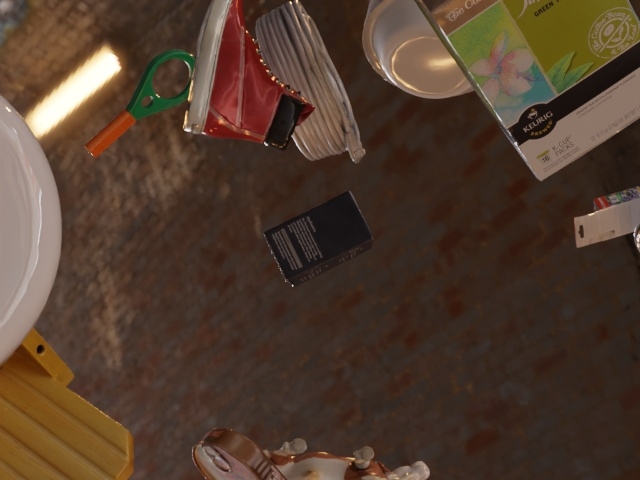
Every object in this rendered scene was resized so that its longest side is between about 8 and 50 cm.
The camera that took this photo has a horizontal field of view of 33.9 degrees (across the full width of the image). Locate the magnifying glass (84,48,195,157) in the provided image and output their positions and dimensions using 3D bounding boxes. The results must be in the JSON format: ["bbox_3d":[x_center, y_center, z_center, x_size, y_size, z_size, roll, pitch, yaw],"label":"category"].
[{"bbox_3d":[-0.294,-0.223,1.727,0.231,0.092,0.026,-44,-135,-5],"label":"magnifying glass"}]

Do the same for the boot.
[{"bbox_3d":[-0.089,-0.249,1.492,0.088,0.176,0.244,134,-36,-68],"label":"boot"}]

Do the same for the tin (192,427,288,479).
[{"bbox_3d":[-0.079,0.303,1.278,0.106,0.189,0.040,-21,-158,46],"label":"tin"}]

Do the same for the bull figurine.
[{"bbox_3d":[0.025,0.374,1.632,0.188,0.311,0.101,100,-11,-63],"label":"bull figurine"}]

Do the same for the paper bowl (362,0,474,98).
[{"bbox_3d":[0.223,-0.390,2.047,0.284,0.284,0.148,-29,-144,42],"label":"paper bowl"}]

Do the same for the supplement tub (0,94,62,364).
[{"bbox_3d":[-0.327,-0.001,0.743,0.316,0.228,0.228,-6,-121,62],"label":"supplement tub"}]

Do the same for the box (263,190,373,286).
[{"bbox_3d":[0.000,0.000,1.744,0.158,0.093,0.156,-26,174,-1],"label":"box"}]

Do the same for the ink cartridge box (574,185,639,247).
[{"bbox_3d":[0.418,-0.035,1.516,0.115,0.062,0.029,-16,-140,0],"label":"ink cartridge box"}]

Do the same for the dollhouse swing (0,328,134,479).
[{"bbox_3d":[-0.494,0.271,1.475,0.305,0.315,0.347,20,-120,40],"label":"dollhouse swing"}]

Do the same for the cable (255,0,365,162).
[{"bbox_3d":[-0.021,-0.254,1.685,0.089,0.257,0.257,-22,-152,9],"label":"cable"}]

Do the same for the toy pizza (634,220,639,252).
[{"bbox_3d":[0.527,0.024,1.440,0.201,0.201,0.032,-10,-136,54],"label":"toy pizza"}]

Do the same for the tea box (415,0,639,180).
[{"bbox_3d":[0.263,-0.323,1.428,0.220,0.323,0.329,-34,-143,12],"label":"tea box"}]
